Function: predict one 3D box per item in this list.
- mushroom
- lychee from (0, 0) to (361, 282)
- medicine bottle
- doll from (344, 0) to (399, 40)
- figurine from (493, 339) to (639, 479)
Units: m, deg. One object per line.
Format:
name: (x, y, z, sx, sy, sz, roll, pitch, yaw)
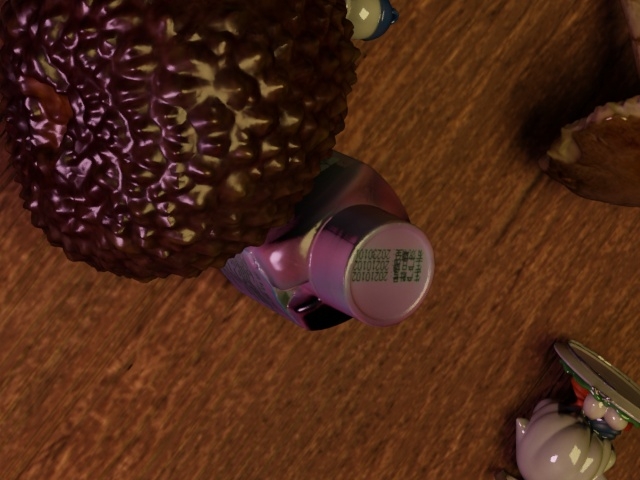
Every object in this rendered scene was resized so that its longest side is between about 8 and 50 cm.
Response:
mushroom: (0.310, -0.173, 1.412, 0.233, 0.208, 0.301, 10, 90, -75)
lychee: (-0.087, -0.108, 1.131, 0.271, 0.271, 0.271, -11, 111, -30)
medicine bottle: (0.000, 0.000, 1.244, 0.119, 0.188, 0.094, -41, 123, -15)
doll: (0.002, -0.179, 1.269, 0.143, 0.057, 0.099, 2, 126, -34)
figurine: (0.222, 0.184, 1.504, 0.132, 0.132, 0.153, 30, 102, -36)
